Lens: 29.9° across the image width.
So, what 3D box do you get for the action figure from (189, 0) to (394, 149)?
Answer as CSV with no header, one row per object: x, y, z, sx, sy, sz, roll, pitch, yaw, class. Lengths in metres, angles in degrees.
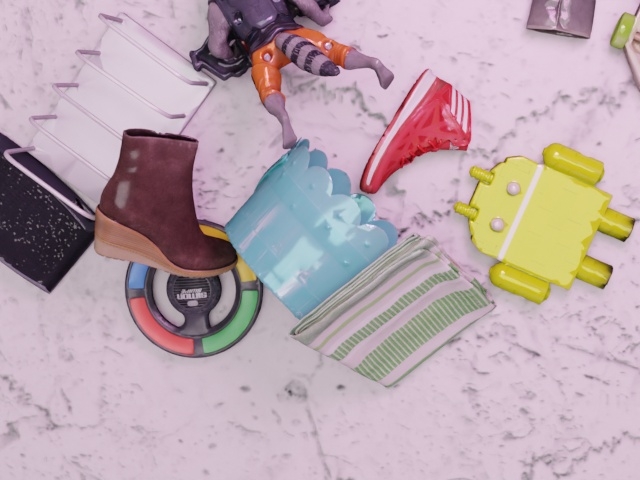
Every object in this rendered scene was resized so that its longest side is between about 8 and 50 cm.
-0.033,-0.341,1.805,0.341,0.178,0.330,-38,69,-3,action figure

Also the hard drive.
-0.500,-0.047,1.970,0.254,0.054,0.172,41,98,0,hard drive

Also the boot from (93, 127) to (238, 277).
-0.213,-0.055,1.830,0.248,0.090,0.207,9,113,-29,boot

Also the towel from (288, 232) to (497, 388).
0.123,0.115,1.815,0.248,0.325,0.038,-38,59,10,towel

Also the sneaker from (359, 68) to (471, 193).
0.161,-0.148,1.871,0.128,0.087,0.221,31,87,-1,sneaker

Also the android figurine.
0.348,-0.031,1.897,0.273,0.056,0.248,25,98,0,android figurine

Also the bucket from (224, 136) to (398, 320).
0.000,0.000,1.827,0.183,0.281,0.281,-42,91,7,bucket

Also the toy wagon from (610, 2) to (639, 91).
0.615,-0.364,1.829,0.267,0.068,0.344,23,97,2,toy wagon

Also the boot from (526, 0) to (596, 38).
0.349,-0.428,1.851,0.189,0.076,0.208,15,104,5,boot

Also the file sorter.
-0.331,-0.194,1.880,0.193,0.173,0.278,36,98,0,file sorter

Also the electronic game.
-0.207,0.079,1.961,0.229,0.048,0.229,1,96,5,electronic game
